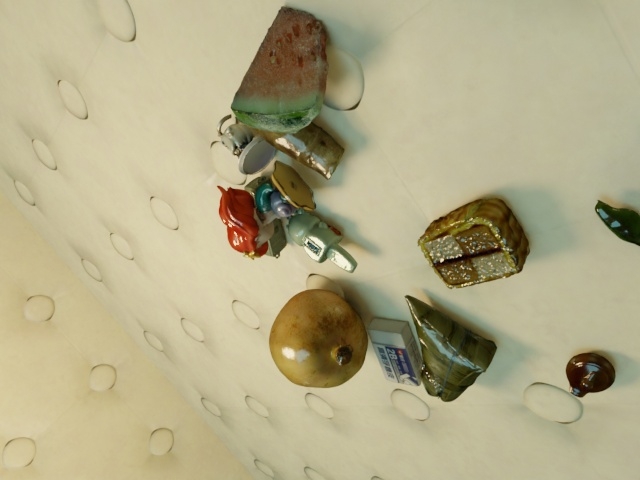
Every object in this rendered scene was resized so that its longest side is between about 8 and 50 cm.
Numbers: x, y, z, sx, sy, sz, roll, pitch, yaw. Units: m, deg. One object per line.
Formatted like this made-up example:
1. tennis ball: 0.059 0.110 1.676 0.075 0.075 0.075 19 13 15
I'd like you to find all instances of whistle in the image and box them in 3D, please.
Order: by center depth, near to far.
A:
1. whistle: -0.001 0.000 1.355 0.253 0.106 0.102 38 157 18

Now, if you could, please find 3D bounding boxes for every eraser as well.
1. eraser: 0.229 0.337 1.487 0.124 0.068 0.210 2 124 40

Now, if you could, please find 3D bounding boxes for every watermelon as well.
1. watermelon: -0.067 -0.367 1.059 0.193 0.257 0.140 10 177 9

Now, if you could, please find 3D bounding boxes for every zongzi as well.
1. zongzi: 0.303 0.300 1.350 0.274 0.125 0.251 34 133 15

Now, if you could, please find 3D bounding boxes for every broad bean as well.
1. broad bean: 0.589 -0.013 0.894 0.195 0.046 0.061 24 125 15

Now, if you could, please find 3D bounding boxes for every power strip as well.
1. power strip: -0.160 -0.069 1.446 0.052 0.078 0.272 14 132 33

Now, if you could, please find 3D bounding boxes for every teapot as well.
1. teapot: 0.617 0.316 1.134 0.098 0.078 0.129 28 138 19

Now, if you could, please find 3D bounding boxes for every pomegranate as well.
1. pomegranate: -0.002 0.298 1.475 0.319 0.319 0.319 23 136 24

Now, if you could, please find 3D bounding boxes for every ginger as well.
1. ginger: -0.060 -0.249 1.180 0.263 0.109 0.116 37 138 7

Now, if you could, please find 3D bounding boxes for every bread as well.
1. bread: 0.333 0.009 1.089 0.181 0.096 0.222 52 142 -10

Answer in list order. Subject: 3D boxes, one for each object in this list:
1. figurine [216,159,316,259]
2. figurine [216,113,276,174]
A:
1. figurine: -0.164 -0.077 1.299 0.257 0.208 0.181 -41 69 22
2. figurine: -0.206 -0.267 1.299 0.153 0.132 0.132 44 142 20
